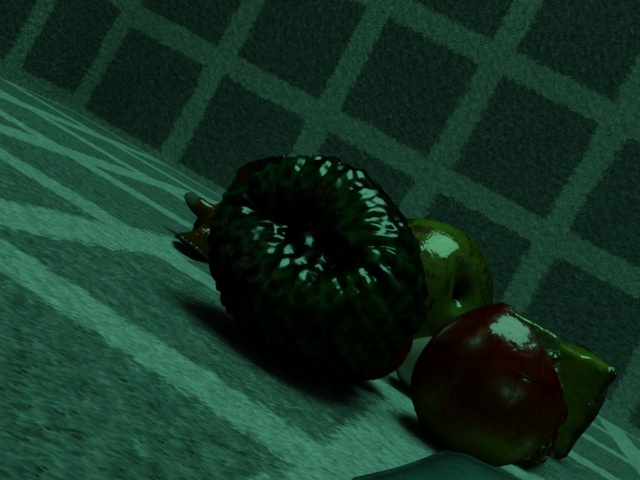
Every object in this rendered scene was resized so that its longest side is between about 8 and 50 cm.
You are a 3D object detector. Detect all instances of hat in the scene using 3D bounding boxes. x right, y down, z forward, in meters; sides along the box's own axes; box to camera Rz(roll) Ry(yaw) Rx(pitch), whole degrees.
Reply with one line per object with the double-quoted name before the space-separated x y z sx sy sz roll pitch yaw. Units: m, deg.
"hat" 0.015 0.075 1.053 0.274 0.242 0.332 60 -2 38

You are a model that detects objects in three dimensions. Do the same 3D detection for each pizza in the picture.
"pizza" 0.322 0.270 1.222 0.062 0.188 0.199 8 25 25

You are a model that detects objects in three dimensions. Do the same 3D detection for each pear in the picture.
"pear" 0.172 0.086 1.544 0.283 0.283 0.283 29 2 -1

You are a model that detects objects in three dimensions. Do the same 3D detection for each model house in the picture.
"model house" 0.349 0.232 1.449 0.234 0.193 0.175 29 5 -16

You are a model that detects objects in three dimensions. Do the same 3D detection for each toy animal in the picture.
"toy animal" -0.116 0.007 1.542 0.284 0.225 0.302 48 -17 -22

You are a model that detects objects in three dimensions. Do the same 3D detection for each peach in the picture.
"peach" 0.209 0.174 1.028 0.190 0.192 0.190 31 14 -9

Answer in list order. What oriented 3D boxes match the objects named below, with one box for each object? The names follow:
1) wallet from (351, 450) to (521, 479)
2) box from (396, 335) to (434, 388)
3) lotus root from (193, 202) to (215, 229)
"wallet" 0.184 0.256 0.669 0.290 0.054 0.251 29 1 25
"box" 0.215 0.191 1.271 0.200 0.088 0.146 2 -9 -6
"lotus root" -0.182 -0.016 1.823 0.170 0.074 0.261 27 1 23
